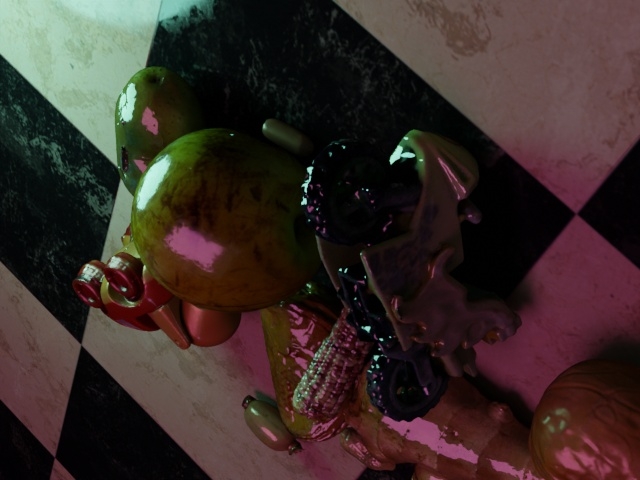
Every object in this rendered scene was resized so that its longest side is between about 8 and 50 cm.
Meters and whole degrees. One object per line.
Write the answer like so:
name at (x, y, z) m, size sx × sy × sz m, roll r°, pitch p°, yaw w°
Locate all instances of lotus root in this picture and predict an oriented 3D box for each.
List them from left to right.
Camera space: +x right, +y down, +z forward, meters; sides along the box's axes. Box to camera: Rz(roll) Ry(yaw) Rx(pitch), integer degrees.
lotus root at (-0.090, 0.346, 2.069) m, size 0.150 × 0.062 × 0.073 m, roll 41°, pitch 144°, yaw 18°

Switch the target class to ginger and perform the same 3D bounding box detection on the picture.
ginger at (0.200, 0.311, 1.613) m, size 0.375 × 0.166 × 0.236 m, roll 40°, pitch 113°, yaw 33°

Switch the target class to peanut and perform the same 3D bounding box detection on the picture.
peanut at (0.081, 0.352, 1.894) m, size 0.113 × 0.054 × 0.054 m, roll 29°, pitch 140°, yaw 25°

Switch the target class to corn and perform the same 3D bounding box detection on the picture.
corn at (0.036, 0.165, 1.668) m, size 0.079 × 0.079 × 0.237 m, roll 33°, pitch 101°, yaw 25°

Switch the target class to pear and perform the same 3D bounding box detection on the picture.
pear at (-0.124, -0.030, 1.593) m, size 0.283 × 0.283 × 0.284 m, roll 29°, pitch 140°, yaw 29°

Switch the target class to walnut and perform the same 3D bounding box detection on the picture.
walnut at (0.364, 0.250, 1.366) m, size 0.221 × 0.195 × 0.195 m, roll 43°, pitch 144°, yaw 9°

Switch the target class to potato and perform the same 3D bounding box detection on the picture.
potato at (-0.246, -0.153, 1.727) m, size 0.169 × 0.143 × 0.248 m, roll 26°, pitch 138°, yaw 22°

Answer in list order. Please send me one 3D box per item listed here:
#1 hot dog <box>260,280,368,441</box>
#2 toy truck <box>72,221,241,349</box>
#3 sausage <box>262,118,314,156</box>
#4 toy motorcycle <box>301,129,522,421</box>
hot dog at (-0.015, 0.191, 1.793) m, size 0.196 × 0.122 × 0.272 m, roll 12°, pitch 122°, yaw 47°
toy truck at (-0.266, 0.085, 1.936) m, size 0.264 × 0.189 × 0.239 m, roll -14°, pitch 118°, yaw 53°
sausage at (-0.046, -0.147, 1.602) m, size 0.083 × 0.034 × 0.034 m, roll 31°, pitch 140°, yaw 24°
toy motorcycle at (0.116, 0.033, 1.413) m, size 0.168 × 0.237 × 0.410 m, roll 30°, pitch 145°, yaw 51°
